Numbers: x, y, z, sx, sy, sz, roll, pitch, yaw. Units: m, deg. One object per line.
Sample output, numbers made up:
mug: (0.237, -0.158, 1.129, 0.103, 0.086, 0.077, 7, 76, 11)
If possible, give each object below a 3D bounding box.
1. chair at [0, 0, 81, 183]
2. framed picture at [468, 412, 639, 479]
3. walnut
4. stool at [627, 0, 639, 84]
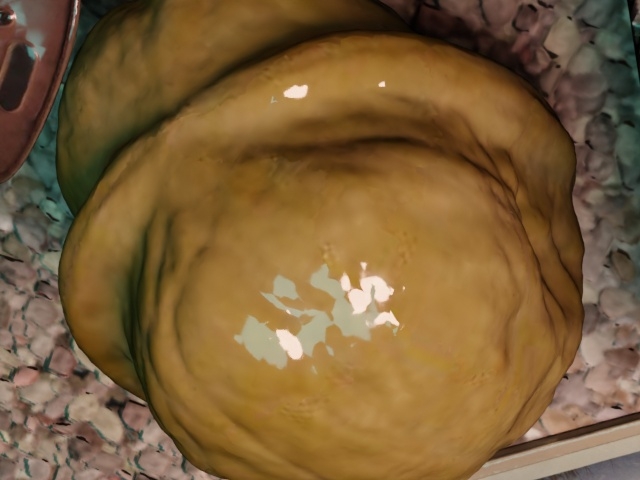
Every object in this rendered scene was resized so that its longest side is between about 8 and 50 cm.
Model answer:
chair: (-0.276, -0.179, 0.936, 0.326, 0.183, 0.176, 23, 121, -8)
framed picture: (0.197, 0.181, 1.115, 0.203, 0.015, 0.150, -18, 111, 19)
walnut: (0.000, -0.002, 0.910, 0.253, 0.282, 0.277, -13, 150, 28)
stool: (0.325, -0.043, 0.826, 0.330, 0.297, 0.297, -9, 115, 11)
